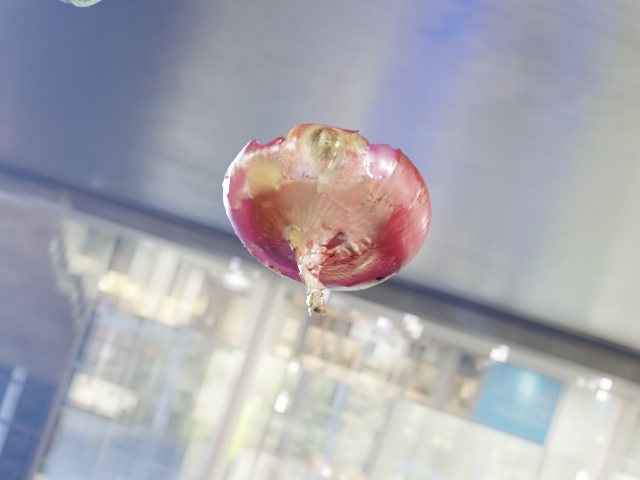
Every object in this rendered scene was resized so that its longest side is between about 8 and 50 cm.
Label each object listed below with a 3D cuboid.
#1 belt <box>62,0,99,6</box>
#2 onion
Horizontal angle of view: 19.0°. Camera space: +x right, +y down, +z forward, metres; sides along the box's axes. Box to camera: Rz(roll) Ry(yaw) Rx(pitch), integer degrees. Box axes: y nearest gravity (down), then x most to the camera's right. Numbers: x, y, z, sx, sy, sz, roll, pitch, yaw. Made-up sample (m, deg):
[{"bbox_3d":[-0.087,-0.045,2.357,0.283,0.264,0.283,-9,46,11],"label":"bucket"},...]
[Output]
[{"bbox_3d":[-0.216,-0.324,1.767,0.116,0.206,0.267,28,159,9],"label":"belt"},{"bbox_3d":[0.000,0.000,1.337,0.150,0.140,0.150,9,147,6],"label":"onion"}]
